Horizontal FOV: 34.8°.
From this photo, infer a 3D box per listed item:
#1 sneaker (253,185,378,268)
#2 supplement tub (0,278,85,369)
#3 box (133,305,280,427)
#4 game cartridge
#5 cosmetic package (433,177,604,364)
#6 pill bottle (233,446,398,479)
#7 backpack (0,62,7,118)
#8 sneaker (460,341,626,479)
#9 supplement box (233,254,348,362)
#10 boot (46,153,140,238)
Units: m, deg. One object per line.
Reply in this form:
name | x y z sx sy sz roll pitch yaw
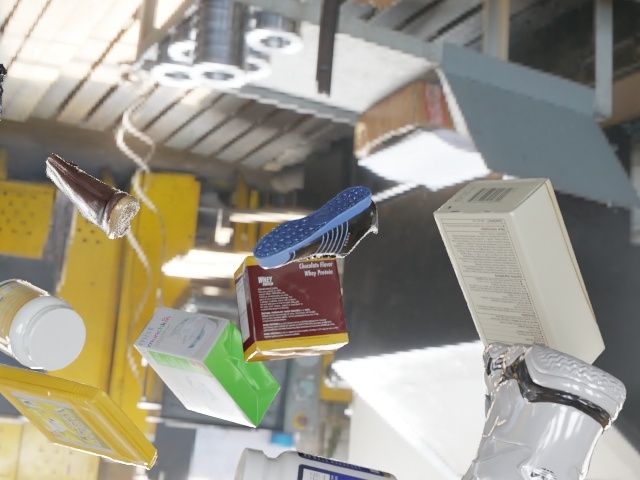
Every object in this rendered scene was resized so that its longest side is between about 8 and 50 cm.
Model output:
sneaker | 0.000 0.000 1.704 0.232 0.090 0.081 -29 -146 -16
supplement tub | -0.563 0.165 1.991 0.199 0.144 0.144 17 179 43
box | -0.258 0.287 2.350 0.231 0.127 0.262 7 142 37
game cartridge | -0.542 0.394 2.263 0.323 0.053 0.285 7 143 33
cosmetic package | 0.313 0.064 1.599 0.160 0.309 0.113 3 -147 48
pill bottle | -0.012 0.434 1.697 0.264 0.153 0.153 16 165 -8
backpack | -0.552 -0.218 1.613 0.084 0.105 0.114 20 136 8
sneaker | 0.230 0.237 1.197 0.137 0.210 0.366 25 173 2
supplement box | -0.062 0.133 2.076 0.191 0.194 0.129 -4 165 -17
boot | -0.466 -0.095 2.033 0.207 0.090 0.248 40 164 -4
